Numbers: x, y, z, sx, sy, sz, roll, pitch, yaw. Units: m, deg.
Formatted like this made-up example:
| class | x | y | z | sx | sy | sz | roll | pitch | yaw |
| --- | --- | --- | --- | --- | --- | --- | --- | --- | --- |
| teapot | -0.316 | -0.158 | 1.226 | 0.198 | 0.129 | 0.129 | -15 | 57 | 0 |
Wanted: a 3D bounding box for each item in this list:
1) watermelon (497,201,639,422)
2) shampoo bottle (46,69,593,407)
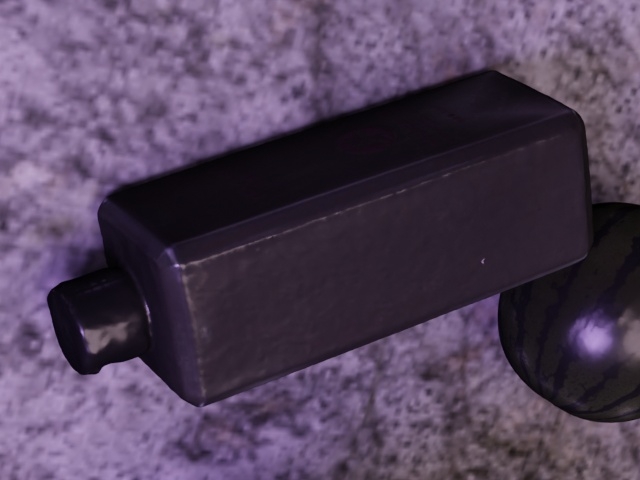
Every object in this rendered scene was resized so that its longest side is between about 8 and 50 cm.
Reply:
| class | x | y | z | sx | sy | sz | roll | pitch | yaw |
| --- | --- | --- | --- | --- | --- | --- | --- | --- | --- |
| watermelon | 0.146 | 0.023 | 0.931 | 0.105 | 0.105 | 0.133 | 39 | 77 | -37 |
| shampoo bottle | 0.000 | 0.000 | 0.846 | 0.246 | 0.080 | 0.079 | -20 | 118 | -23 |
